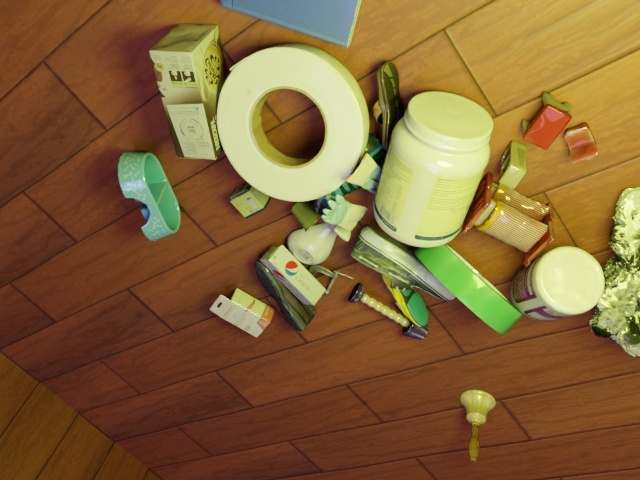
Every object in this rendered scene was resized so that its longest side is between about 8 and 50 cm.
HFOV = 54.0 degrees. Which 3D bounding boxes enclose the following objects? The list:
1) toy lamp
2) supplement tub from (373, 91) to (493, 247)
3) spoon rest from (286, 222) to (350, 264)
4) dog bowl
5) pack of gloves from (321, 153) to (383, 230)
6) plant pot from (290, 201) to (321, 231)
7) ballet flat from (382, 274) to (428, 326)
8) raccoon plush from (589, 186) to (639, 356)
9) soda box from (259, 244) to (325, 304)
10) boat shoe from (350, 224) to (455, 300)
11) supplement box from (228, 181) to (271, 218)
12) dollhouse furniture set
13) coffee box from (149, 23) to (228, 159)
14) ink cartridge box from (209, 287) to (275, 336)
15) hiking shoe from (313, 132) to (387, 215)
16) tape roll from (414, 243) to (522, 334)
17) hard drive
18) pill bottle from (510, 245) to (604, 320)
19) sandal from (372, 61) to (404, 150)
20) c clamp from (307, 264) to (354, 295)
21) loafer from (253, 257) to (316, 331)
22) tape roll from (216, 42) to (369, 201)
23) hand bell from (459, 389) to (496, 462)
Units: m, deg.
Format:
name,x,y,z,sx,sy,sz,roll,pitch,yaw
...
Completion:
name,x,y,z,sx,sy,sz,roll,pitch,yaw
toy lamp,0.223,0.231,2.007,0.274,0.080,0.080,33,133,-7
supplement tub,0.270,-0.169,1.527,0.235,0.235,0.325,17,133,5
spoon rest,0.000,0.000,1.893,0.137,0.084,0.276,41,144,-17
dog bowl,-0.506,-0.136,1.888,0.074,0.166,0.297,-9,127,12
pack of gloves,0.083,-0.125,1.601,0.046,0.232,0.195,40,99,21
plant pot,-0.043,-0.081,1.832,0.079,0.083,0.083,44,131,-3
ballet flat,0.259,0.172,1.954,0.077,0.077,0.231,0,130,48
raccoon plush,0.833,0.091,1.647,0.216,0.299,0.447,11,97,16
soda box,-0.086,0.108,1.973,0.216,0.069,0.074,46,158,-21
boat shoe,0.239,0.088,1.831,0.335,0.121,0.119,34,106,2
supplement box,-0.209,-0.123,1.859,0.083,0.056,0.083,-24,119,34
dollhouse furniture set,0.523,-0.138,1.521,0.201,0.152,0.374,25,133,-3
coffee box,-0.315,-0.375,1.599,0.118,0.168,0.297,6,131,15
ink cartridge box,-0.275,0.244,2.198,0.198,0.067,0.115,31,132,-11
hiking shoe,0.076,-0.162,1.685,0.132,0.113,0.304,27,133,-4
tape roll,0.393,0.112,1.679,0.321,0.321,0.077,39,99,-16
hard drive,-0.062,-0.583,1.413,0.318,0.040,0.210,19,133,3
pill bottle,0.601,0.123,1.642,0.169,0.169,0.301,18,169,4
sandal,0.156,-0.328,1.535,0.060,0.090,0.219,15,134,35
c clamp,0.017,0.132,2.016,0.137,0.022,0.161,27,143,-4
loafer,-0.114,0.163,2.073,0.109,0.095,0.303,10,136,53
tape roll,-0.073,-0.289,1.566,0.391,0.072,0.392,8,116,16
hand bell,0.530,0.648,2.150,0.126,0.242,0.126,10,133,11
